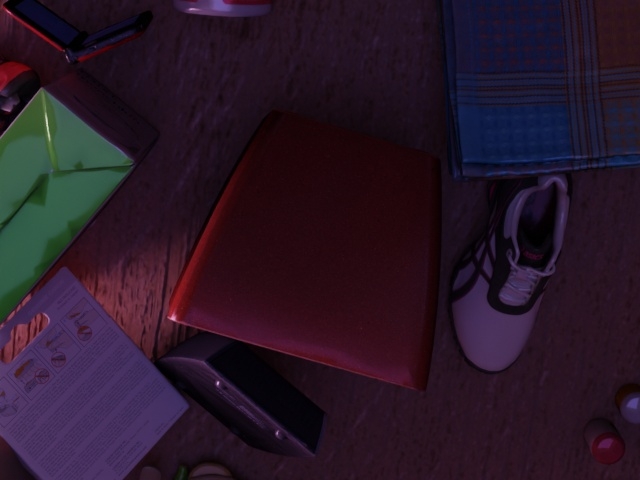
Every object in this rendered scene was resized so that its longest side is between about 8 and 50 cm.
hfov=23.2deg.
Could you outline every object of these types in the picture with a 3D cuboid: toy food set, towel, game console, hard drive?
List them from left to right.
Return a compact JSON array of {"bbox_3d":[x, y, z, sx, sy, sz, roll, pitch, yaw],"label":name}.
[{"bbox_3d":[-0.250,-0.239,1.635,0.124,0.144,0.085,-23,105,4],"label":"game console"},{"bbox_3d":[-0.127,0.322,1.837,0.192,0.038,0.132,13,110,-10],"label":"toy food set"},{"bbox_3d":[-0.086,0.165,1.695,0.172,0.254,0.054,41,75,-10],"label":"hard drive"},{"bbox_3d":[0.311,-0.207,1.661,0.370,0.040,0.271,-4,78,-1],"label":"towel"},{"bbox_3d":[0.374,0.292,1.804,0.111,0.104,0.232,-15,104,2],"label":"toy food set"}]

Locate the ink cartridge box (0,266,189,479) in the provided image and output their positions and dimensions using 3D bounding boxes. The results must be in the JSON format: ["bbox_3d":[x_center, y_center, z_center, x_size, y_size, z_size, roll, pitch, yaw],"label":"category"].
[{"bbox_3d":[-0.279,0.168,1.729,0.181,0.056,0.225,-47,109,-20],"label":"ink cartridge box"}]

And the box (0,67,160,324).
[{"bbox_3d":[-0.302,-0.037,1.638,0.127,0.231,0.262,40,100,-8],"label":"box"}]

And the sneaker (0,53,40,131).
[{"bbox_3d":[-0.427,-0.110,1.684,0.135,0.097,0.276,43,103,5],"label":"sneaker"}]

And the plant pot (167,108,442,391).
[{"bbox_3d":[0.000,0.000,1.656,0.267,0.267,0.236,17,90,-6],"label":"plant pot"}]

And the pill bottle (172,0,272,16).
[{"bbox_3d":[-0.099,-0.329,1.636,0.108,0.108,0.180,3,104,-3],"label":"pill bottle"}]

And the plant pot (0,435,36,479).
[{"bbox_3d":[-0.441,0.290,1.694,0.256,0.274,0.256,0,104,-1],"label":"plant pot"}]

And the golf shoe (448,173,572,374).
[{"bbox_3d":[0.210,0.028,1.729,0.105,0.120,0.273,10,105,-6],"label":"golf shoe"}]
